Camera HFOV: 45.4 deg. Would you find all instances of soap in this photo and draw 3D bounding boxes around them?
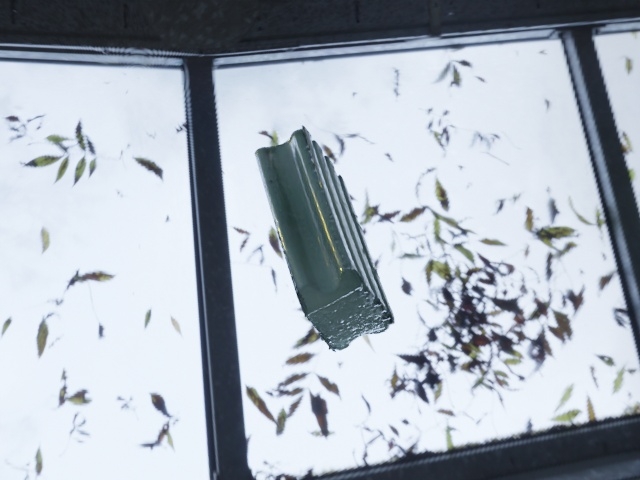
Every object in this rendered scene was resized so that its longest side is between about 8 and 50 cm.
[{"bbox_3d":[0.000,0.000,0.975,0.094,0.261,0.150,-26,-36,12],"label":"soap"}]
